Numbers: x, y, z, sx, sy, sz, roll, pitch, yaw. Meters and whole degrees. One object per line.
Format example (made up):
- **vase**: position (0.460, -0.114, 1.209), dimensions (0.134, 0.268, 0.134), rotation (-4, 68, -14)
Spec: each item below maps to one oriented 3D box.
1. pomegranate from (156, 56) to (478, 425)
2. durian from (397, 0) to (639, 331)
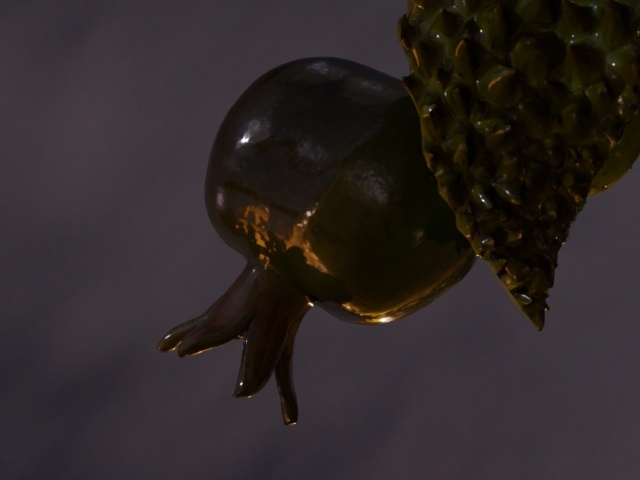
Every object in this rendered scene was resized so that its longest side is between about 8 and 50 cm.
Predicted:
- **pomegranate**: position (0.000, 0.000, 0.873), dimensions (0.191, 0.152, 0.131), rotation (-61, -24, -6)
- **durian**: position (0.138, -0.114, 0.875), dimensions (0.352, 0.158, 0.169), rotation (-52, -28, -45)
